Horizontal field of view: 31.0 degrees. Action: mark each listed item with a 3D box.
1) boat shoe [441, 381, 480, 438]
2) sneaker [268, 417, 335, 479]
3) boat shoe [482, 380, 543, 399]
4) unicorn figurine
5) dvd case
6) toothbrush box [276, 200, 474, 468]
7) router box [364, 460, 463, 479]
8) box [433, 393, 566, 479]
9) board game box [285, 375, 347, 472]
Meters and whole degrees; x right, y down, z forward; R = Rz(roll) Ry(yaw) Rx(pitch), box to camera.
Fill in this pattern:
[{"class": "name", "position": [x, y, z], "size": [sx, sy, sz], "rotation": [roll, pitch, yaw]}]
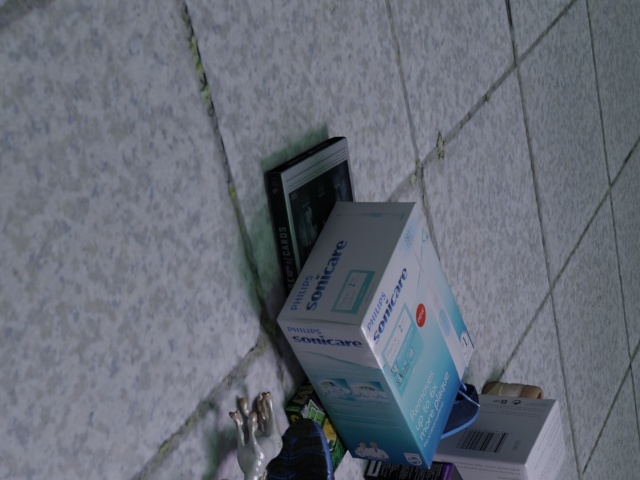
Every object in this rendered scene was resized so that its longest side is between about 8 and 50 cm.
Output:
[{"class": "boat shoe", "position": [0.178, 0.252, 1.781], "size": [0.258, 0.109, 0.089], "rotation": [-19, 104, -61]}, {"class": "sneaker", "position": [-0.013, 0.325, 1.485], "size": [0.087, 0.083, 0.221], "rotation": [-53, 142, -65]}, {"class": "boat shoe", "position": [0.348, 0.429, 2.082], "size": [0.121, 0.110, 0.341], "rotation": [-1, 92, -61]}, {"class": "unicorn figurine", "position": [-0.081, 0.248, 1.362], "size": [0.162, 0.060, 0.111], "rotation": [-25, 109, -55]}, {"class": "dvd case", "position": [0.000, 0.000, 1.531], "size": [0.179, 0.029, 0.239], "rotation": [-35, 120, -55]}, {"class": "toothbrush box", "position": [0.082, 0.124, 1.527], "size": [0.216, 0.126, 0.296], "rotation": [-62, 140, -38]}, {"class": "router box", "position": [0.158, 0.387, 1.719], "size": [0.179, 0.133, 0.046], "rotation": [61, 42, -43]}, {"class": "box", "position": [0.289, 0.351, 1.903], "size": [0.182, 0.180, 0.119], "rotation": [-47, 131, -51]}, {"class": "board game box", "position": [0.035, 0.198, 1.601], "size": [0.260, 0.030, 0.136], "rotation": [-55, 138, -45]}]
